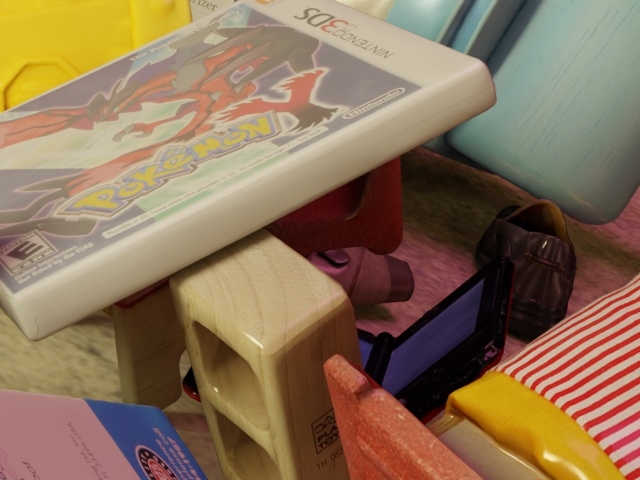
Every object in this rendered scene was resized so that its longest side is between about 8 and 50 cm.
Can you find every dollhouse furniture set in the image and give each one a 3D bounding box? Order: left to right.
[{"bbox_3d":[0.045,0.016,0.694,0.201,0.152,0.374,-32,46,-22],"label":"dollhouse furniture set"}]

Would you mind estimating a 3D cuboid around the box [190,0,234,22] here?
[{"bbox_3d":[-0.081,-0.208,1.365,0.181,0.119,0.182,24,18,7],"label":"box"}]

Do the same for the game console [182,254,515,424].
[{"bbox_3d":[0.018,0.040,0.849,0.085,0.124,0.144,48,17,-7],"label":"game console"}]

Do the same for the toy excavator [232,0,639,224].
[{"bbox_3d":[0.207,-0.086,1.230,0.445,0.222,0.433,36,8,17],"label":"toy excavator"}]

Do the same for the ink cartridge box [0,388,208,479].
[{"bbox_3d":[-0.083,0.105,0.407,0.134,0.078,0.231,54,14,22],"label":"ink cartridge box"}]

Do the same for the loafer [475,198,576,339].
[{"bbox_3d":[0.133,0.005,1.102,0.062,0.061,0.170,19,18,-5],"label":"loafer"}]

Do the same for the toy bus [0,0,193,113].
[{"bbox_3d":[-0.183,-0.083,0.892,0.211,0.149,0.220,-10,18,-22],"label":"toy bus"}]

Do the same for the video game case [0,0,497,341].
[{"bbox_3d":[-0.058,-0.043,0.729,0.201,0.023,0.183,-28,28,-16],"label":"video game case"}]

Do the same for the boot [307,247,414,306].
[{"bbox_3d":[0.000,0.000,1.000,0.087,0.042,0.118,12,21,-22],"label":"boot"}]
